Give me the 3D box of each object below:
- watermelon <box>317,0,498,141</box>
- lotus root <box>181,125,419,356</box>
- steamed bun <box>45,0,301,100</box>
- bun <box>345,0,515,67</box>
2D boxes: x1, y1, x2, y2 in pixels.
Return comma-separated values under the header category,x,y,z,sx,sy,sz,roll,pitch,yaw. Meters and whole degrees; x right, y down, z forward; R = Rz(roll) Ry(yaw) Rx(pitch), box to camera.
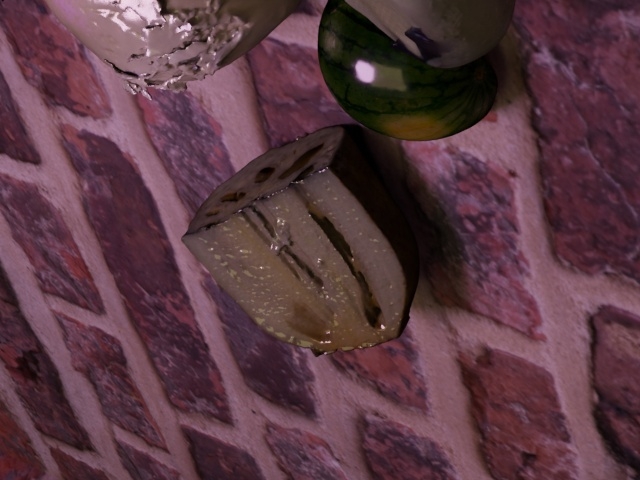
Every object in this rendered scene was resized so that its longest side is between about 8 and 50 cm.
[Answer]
category,x,y,z,sx,sy,sz,roll,pitch,yaw
watermelon,0.073,-0.188,1.952,0.232,0.127,0.204,29,152,29
lotus root,0.016,0.005,2.262,0.267,0.149,0.260,-25,117,38
steamed bun,-0.195,-0.316,1.975,0.312,0.233,0.334,47,148,-13
bun,0.088,-0.310,1.721,0.293,0.187,0.293,44,175,5
